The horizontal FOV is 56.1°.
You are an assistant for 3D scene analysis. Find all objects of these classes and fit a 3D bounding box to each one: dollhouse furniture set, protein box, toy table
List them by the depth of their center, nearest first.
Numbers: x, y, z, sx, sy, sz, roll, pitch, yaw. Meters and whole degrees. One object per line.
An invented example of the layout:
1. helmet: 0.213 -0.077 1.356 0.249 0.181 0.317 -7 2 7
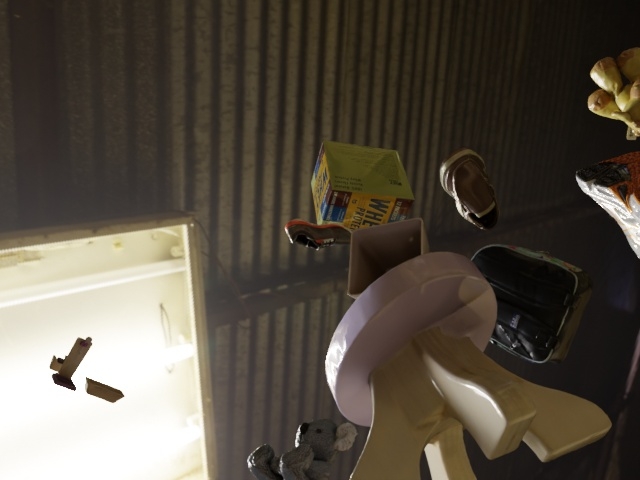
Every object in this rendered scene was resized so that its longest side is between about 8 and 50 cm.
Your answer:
1. toy table: 0.116 0.155 0.563 0.252 0.161 0.274 -24 -39 -4
2. dollhouse furniture set: -0.363 0.201 0.972 0.114 0.091 0.081 33 -99 -30
3. protein box: 0.094 -0.119 1.446 0.200 0.201 0.136 6 -49 -13

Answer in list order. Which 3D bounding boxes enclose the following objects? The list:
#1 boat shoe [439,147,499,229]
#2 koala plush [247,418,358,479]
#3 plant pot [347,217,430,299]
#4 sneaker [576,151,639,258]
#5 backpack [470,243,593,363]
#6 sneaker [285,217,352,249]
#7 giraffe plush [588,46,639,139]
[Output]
1. boat shoe: 0.320 -0.097 1.226 0.095 0.095 0.257 -40 -32 8
2. koala plush: -0.022 0.535 1.489 0.203 0.196 0.221 55 -134 -14
3. plant pot: 0.110 0.045 0.870 0.096 0.109 0.109 48 -141 -49
4. sneaker: 0.407 -0.028 0.759 0.262 0.099 0.121 -88 -22 -68
5. backpack: 0.439 0.126 1.308 0.191 0.253 0.225 6 -76 -51
6. sneaker: 0.000 0.000 1.301 0.158 0.065 0.061 7 -47 -18
7. giraffe plush: 0.686 -0.298 1.295 0.170 0.181 0.210 -59 -49 -63
